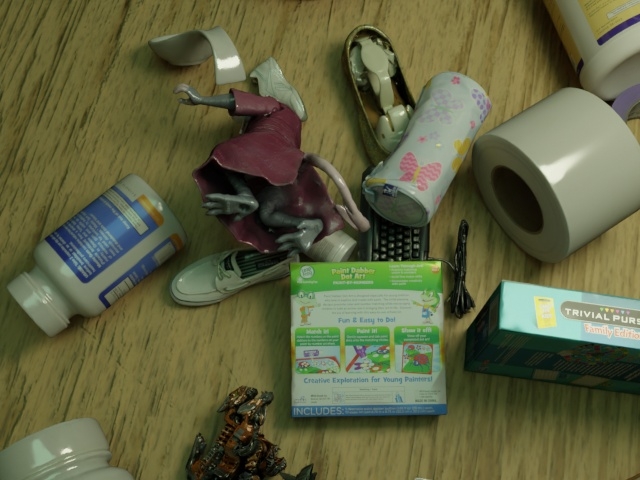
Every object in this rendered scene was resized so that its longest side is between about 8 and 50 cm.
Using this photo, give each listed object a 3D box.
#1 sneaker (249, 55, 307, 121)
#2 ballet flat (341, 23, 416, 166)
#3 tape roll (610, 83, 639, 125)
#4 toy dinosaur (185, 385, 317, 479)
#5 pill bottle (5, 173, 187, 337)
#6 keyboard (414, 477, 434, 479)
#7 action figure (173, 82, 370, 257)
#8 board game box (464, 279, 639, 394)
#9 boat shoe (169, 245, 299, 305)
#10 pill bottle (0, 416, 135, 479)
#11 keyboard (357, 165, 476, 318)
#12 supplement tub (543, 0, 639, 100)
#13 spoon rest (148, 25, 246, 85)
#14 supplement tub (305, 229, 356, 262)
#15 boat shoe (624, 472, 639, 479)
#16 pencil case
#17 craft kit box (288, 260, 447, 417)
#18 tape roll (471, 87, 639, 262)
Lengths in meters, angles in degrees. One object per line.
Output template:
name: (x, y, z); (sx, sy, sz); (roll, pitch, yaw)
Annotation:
sneaker: (-0.076, -0.270, 1.503); (0.061, 0.053, 0.152); (-33, 67, -4)
ballet flat: (0.122, -0.239, 1.459); (0.123, 0.123, 0.348); (-16, 70, -8)
tape roll: (0.603, -0.186, 1.469); (0.189, 0.080, 0.189); (0, 69, 0)
toy dinosaur: (-0.107, 0.387, 1.217); (0.218, 0.164, 0.321); (5, 87, 16)
pill bottle: (-0.366, 0.028, 1.322); (0.272, 0.152, 0.152); (-40, 75, -15)
keyboard: (0.268, 0.424, 1.258); (0.256, 0.014, 0.072); (8, 69, 2)
action figure: (-0.084, -0.156, 1.328); (0.276, 0.248, 0.370); (-17, 35, 15)
board game box: (0.411, 0.157, 1.237); (0.336, 0.254, 0.079); (8, 68, 1)
boat shoe: (-0.147, 0.044, 1.361); (0.226, 0.076, 0.083); (-19, 70, -9)
pill bottle: (-0.325, 0.448, 1.131); (0.204, 0.204, 0.361); (-26, 72, -11)
keyboard: (0.164, 0.029, 1.372); (0.202, 0.033, 0.317); (2, 80, 0)
supplement tub: (0.541, -0.451, 1.485); (0.241, 0.241, 0.331); (-14, 70, -7)
spoon rest: (-0.215, -0.348, 1.447); (0.137, 0.084, 0.276); (-16, 30, -26)
supplement tub: (0.000, 0.000, 1.385); (0.107, 0.071, 0.071); (36, 72, 12)
boat shoe: (0.568, 0.348, 1.241); (0.324, 0.122, 0.120); (-28, 58, -14)
pencil case: (0.178, -0.152, 1.342); (0.124, 0.113, 0.273); (18, 63, 30)
craft kit box: (0.074, 0.157, 1.305); (0.250, 0.061, 0.246); (0, 85, -1)
tape roll: (0.390, -0.107, 1.345); (0.169, 0.246, 0.246); (-31, 73, -13)
